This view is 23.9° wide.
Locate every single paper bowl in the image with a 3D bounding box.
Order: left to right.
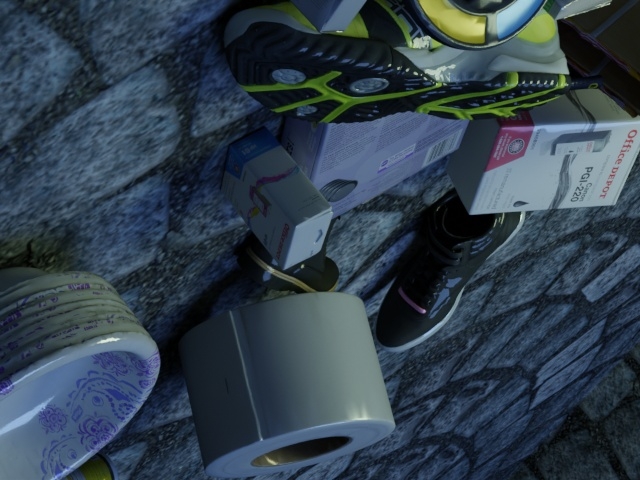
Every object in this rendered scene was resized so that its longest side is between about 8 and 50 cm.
[{"bbox_3d":[-0.312,0.138,1.488,0.284,0.148,0.284,-34,159,-15],"label":"paper bowl"}]

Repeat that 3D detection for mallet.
[{"bbox_3d":[0.240,-0.168,1.716,0.190,0.039,0.062,-2,140,-38],"label":"mallet"}]

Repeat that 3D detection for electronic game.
[{"bbox_3d":[0.151,-0.290,1.399,0.229,0.048,0.229,-14,112,-37],"label":"electronic game"}]

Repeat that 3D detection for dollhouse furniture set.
[{"bbox_3d":[0.452,-0.309,1.821,0.374,0.201,0.152,-41,160,-15],"label":"dollhouse furniture set"}]

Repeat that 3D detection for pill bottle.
[{"bbox_3d":[-0.324,0.318,1.954,0.116,0.065,0.065,-16,149,-46],"label":"pill bottle"}]

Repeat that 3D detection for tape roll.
[{"bbox_3d":[-0.043,0.184,1.893,0.246,0.169,0.246,-13,163,-4],"label":"tape roll"}]

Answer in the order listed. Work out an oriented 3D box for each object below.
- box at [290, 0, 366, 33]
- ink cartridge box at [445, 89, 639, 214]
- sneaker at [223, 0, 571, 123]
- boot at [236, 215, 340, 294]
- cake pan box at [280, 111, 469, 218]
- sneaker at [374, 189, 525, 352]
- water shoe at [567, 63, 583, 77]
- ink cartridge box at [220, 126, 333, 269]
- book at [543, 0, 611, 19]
[{"bbox_3d":[0.014,-0.280,1.190,0.038,0.145,0.186,-15,148,-53],"label":"box"},{"bbox_3d":[0.290,-0.121,1.930,0.218,0.092,0.158,-5,138,-20],"label":"ink cartridge box"},{"bbox_3d":[0.070,-0.203,1.487,0.385,0.147,0.145,0,165,-35],"label":"sneaker"},{"bbox_3d":[0.000,0.000,1.851,0.137,0.077,0.198,-51,158,14],"label":"boot"},{"bbox_3d":[0.076,-0.145,1.679,0.267,0.070,0.245,-30,158,-25],"label":"cake pan box"},{"bbox_3d":[0.162,0.032,2.154,0.295,0.104,0.147,-49,157,6],"label":"sneaker"},{"bbox_3d":[0.326,-0.212,1.992,0.203,0.073,0.080,-41,178,21],"label":"water shoe"},{"bbox_3d":[-0.047,-0.043,1.600,0.052,0.122,0.088,-30,157,-26],"label":"ink cartridge box"},{"bbox_3d":[0.224,-0.288,1.529,0.096,0.144,0.035,-23,154,-36],"label":"book"}]
